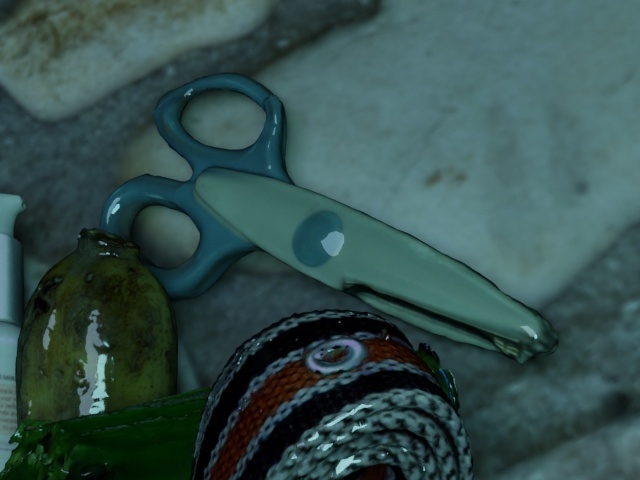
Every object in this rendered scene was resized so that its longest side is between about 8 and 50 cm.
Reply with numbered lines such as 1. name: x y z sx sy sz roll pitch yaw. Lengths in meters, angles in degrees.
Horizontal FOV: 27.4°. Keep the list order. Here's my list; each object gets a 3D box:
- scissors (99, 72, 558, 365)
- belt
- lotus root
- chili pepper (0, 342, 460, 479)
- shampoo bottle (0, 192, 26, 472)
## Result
1. scissors: 0.000 0.000 0.696 0.289 0.041 0.138 24 85 34
2. belt: -0.054 0.191 0.560 0.359 0.126 0.094 -57 17 14
3. lotus root: -0.117 0.081 0.698 0.089 0.080 0.179 -6 80 31
4. chili pepper: -0.046 0.098 0.623 0.224 0.098 0.061 -14 105 -10
5. shampoo bottle: -0.195 0.065 0.746 0.074 0.074 0.192 -16 66 20
